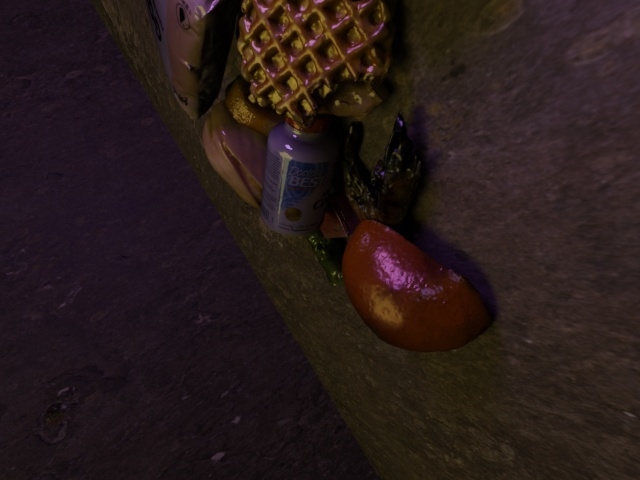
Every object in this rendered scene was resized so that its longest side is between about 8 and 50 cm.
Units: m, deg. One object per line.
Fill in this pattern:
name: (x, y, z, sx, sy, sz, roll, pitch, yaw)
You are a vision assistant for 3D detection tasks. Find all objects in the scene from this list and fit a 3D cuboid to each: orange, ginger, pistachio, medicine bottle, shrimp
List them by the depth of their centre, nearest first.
ginger: (-0.049, -0.353, 0.791, 0.363, 0.122, 0.348, -17, 96, 59)
shrimp: (0.100, -0.142, 0.836, 0.233, 0.071, 0.365, 55, 165, 22)
orange: (0.190, 0.102, 0.875, 0.310, 0.274, 0.274, 10, 144, 10)
medicine bottle: (-0.046, -0.160, 0.932, 0.157, 0.157, 0.289, 45, 139, 31)
pistachio: (-0.174, -0.226, 1.113, 0.321, 0.229, 0.238, 57, -154, -35)
ginger: (0.004, 0.003, 1.214, 0.290, 0.089, 0.137, 63, -165, 8)

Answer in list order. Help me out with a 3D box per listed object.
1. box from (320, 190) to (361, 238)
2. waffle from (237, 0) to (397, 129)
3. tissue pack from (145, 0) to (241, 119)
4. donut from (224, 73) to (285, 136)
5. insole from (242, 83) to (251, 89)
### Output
box: (0.039, -0.064, 1.087, 0.111, 0.060, 0.156, 64, 160, -10)
waffle: (-0.011, -0.311, 0.645, 0.291, 0.051, 0.291, 8, 115, 18)
tissue pack: (-0.247, -0.490, 0.837, 0.390, 0.195, 0.376, 143, 117, -64)
donut: (-0.124, -0.318, 0.954, 0.065, 0.178, 0.162, -37, 45, 51)
insole: (-0.093, -0.323, 0.896, 0.053, 0.152, 0.002, 53, 139, 44)
